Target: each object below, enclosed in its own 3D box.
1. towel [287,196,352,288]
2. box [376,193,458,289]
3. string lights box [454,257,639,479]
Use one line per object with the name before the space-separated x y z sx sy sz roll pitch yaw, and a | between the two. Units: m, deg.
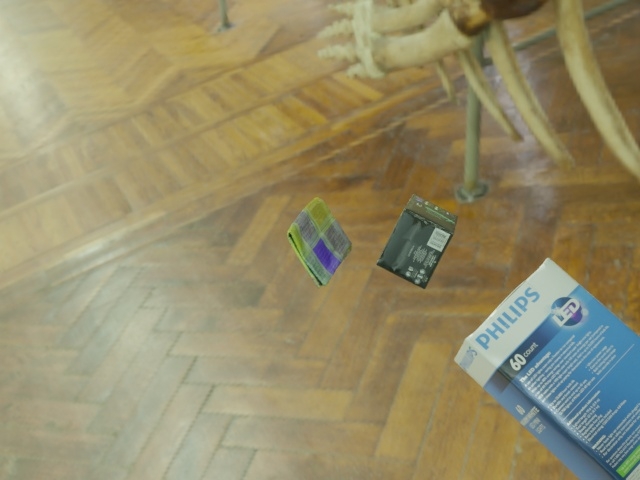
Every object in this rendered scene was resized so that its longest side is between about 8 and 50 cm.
towel | 0.000 0.000 0.784 0.009 0.060 0.083 -26 11 28
box | 0.092 -0.001 0.857 0.052 0.062 0.083 27 16 4
string lights box | 0.277 0.156 0.915 0.133 0.077 0.259 -40 72 -18
